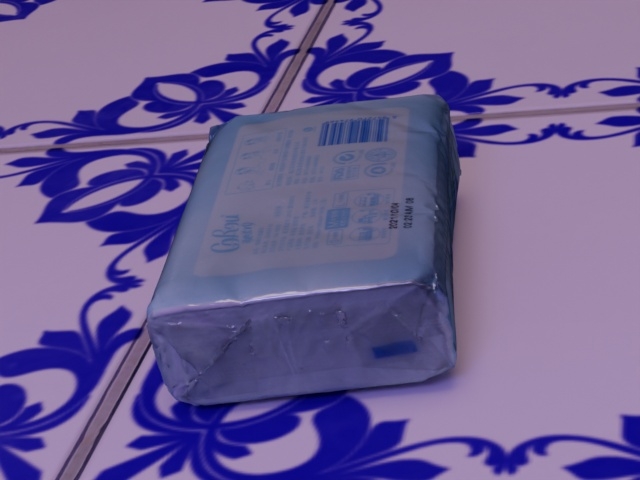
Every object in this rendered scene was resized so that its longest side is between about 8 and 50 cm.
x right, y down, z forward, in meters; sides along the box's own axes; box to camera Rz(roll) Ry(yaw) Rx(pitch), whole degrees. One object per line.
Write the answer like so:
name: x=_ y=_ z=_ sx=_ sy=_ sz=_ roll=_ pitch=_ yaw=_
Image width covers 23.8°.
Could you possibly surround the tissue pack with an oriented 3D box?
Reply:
tissue pack: x=0.000 y=0.000 z=0.983 sx=0.177 sy=0.089 sz=0.263 roll=-7 pitch=29 yaw=9
